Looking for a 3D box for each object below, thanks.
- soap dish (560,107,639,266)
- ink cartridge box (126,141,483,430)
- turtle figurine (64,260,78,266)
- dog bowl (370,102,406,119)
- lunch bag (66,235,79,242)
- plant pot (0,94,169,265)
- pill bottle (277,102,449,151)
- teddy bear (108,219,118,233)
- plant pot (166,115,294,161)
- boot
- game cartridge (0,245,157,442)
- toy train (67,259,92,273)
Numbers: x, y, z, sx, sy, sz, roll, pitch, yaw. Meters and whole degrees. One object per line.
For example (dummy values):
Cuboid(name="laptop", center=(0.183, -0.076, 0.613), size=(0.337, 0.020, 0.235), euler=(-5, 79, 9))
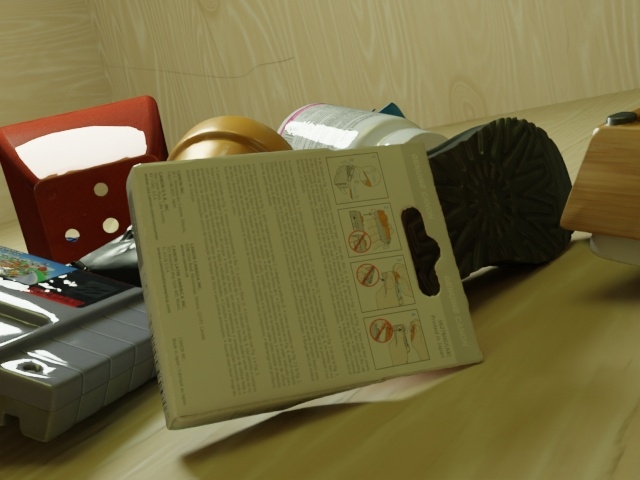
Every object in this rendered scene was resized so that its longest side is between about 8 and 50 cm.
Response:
Cuboid(name="soap dish", center=(0.362, -0.053, 0.631), size=(0.229, 0.118, 0.291), euler=(-23, 20, -32))
Cuboid(name="ink cartridge box", center=(-0.014, 0.025, 0.619), size=(0.225, 0.181, 0.056), euler=(-7, -16, -20))
Cuboid(name="turtle figurine", center=(-0.380, 0.078, 1.014), size=(0.175, 0.118, 0.234), euler=(-5, 7, 38))
Cuboid(name="dog bowl", center=(0.112, -0.149, 1.520), size=(0.074, 0.166, 0.297), euler=(-22, 6, 21))
Cuboid(name="lunch bag", center=(-0.449, 0.027, 1.507), size=(0.098, 0.065, 0.067), euler=(-19, 11, -34))
Cuboid(name="plant pot", center=(-0.342, -0.057, 1.341), size=(0.267, 0.267, 0.236), euler=(-16, 21, -16))
Cuboid(name="pill bottle", center=(0.063, -0.107, 1.239), size=(0.160, 0.160, 0.283), euler=(-18, 23, -28))
Cuboid(name="teddy bear", center=(-0.261, -0.055, 1.678), size=(0.338, 0.113, 0.245), euler=(-25, 6, -20))
Cuboid(name="plant pot", center=(-0.138, -0.042, 1.175), size=(0.205, 0.205, 0.188), euler=(-10, 26, 19))
Cuboid(name="boot", center=(-0.001, 0.000, 0.924), size=(0.445, 0.146, 0.367), euler=(-15, -2, 43))
Cuboid(name="game cartridge", center=(-0.313, 0.058, 0.747), size=(0.355, 0.068, 0.230), euler=(15, 18, 16))
Cuboid(name="toy train", center=(-0.296, 0.085, 0.900), size=(0.158, 0.036, 0.027), euler=(-45, 9, 9))
